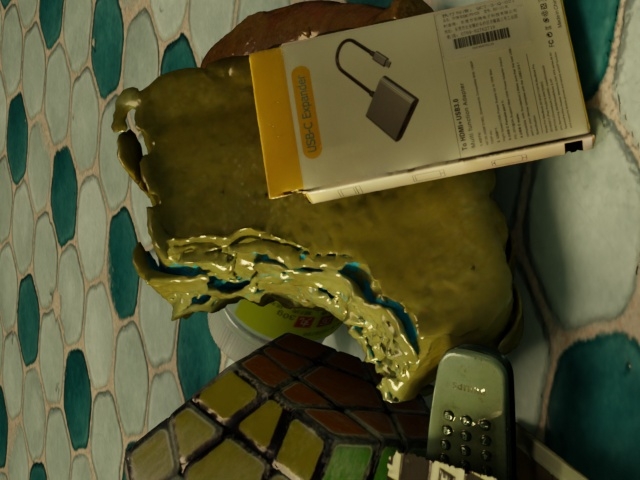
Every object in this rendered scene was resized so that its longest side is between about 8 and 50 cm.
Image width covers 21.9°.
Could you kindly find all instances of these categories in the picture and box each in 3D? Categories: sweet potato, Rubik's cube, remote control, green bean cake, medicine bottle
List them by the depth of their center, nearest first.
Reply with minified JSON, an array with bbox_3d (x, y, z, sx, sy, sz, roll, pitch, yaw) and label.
[{"bbox_3d":[0.118,0.177,1.274,0.072,0.042,0.222,13,121,25],"label":"remote control"},{"bbox_3d":[0.000,0.000,1.359,0.202,0.309,0.285,73,-171,-70],"label":"green bean cake"},{"bbox_3d":[-0.025,0.239,1.414,0.264,0.319,0.319,-71,3,-46],"label":"Rubik's cube"},{"bbox_3d":[0.000,-0.183,1.589,0.385,0.109,0.109,-5,86,55],"label":"sweet potato"},{"bbox_3d":[-0.023,0.020,1.595,0.225,0.139,0.139,118,143,-48],"label":"medicine bottle"}]

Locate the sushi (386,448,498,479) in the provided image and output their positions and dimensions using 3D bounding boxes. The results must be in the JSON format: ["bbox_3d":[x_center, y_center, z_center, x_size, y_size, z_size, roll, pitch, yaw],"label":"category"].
[{"bbox_3d":[0.118,0.270,1.232,0.192,0.040,0.210,7,97,57],"label":"sushi"}]

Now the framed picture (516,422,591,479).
[{"bbox_3d":[0.171,0.265,1.209,0.296,0.019,0.232,-147,58,-84],"label":"framed picture"}]

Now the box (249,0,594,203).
[{"bbox_3d":[0.075,-0.109,1.258,0.033,0.247,0.129,57,-157,-71],"label":"box"}]
